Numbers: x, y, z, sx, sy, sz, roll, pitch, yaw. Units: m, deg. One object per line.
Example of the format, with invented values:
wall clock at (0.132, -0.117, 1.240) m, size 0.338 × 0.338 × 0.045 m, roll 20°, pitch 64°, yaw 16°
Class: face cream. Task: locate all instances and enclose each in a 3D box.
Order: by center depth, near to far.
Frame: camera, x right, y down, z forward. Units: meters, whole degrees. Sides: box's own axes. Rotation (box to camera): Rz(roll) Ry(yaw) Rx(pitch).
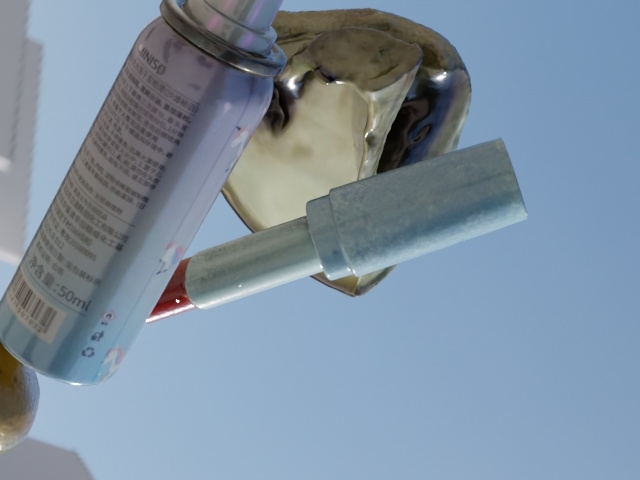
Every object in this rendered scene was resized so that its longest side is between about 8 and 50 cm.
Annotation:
face cream at (-0.087, -0.035, 0.653) m, size 0.229 × 0.075 × 0.075 m, roll -58°, pitch -151°, yaw 21°

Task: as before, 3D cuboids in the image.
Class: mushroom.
mushroom at (0.008, -0.128, 1.227) m, size 0.217 × 0.292 × 0.212 m, roll 35°, pitch -115°, yaw 24°

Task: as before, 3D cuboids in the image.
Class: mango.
mango at (-0.185, 0.083, 0.720) m, size 0.114 × 0.057 × 0.079 m, roll 75°, pitch -4°, yaw -73°

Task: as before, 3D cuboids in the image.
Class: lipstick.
lipstick at (0.000, 0.000, 0.872) m, size 0.274 × 0.061 × 0.068 m, roll -18°, pitch -160°, yaw 6°
